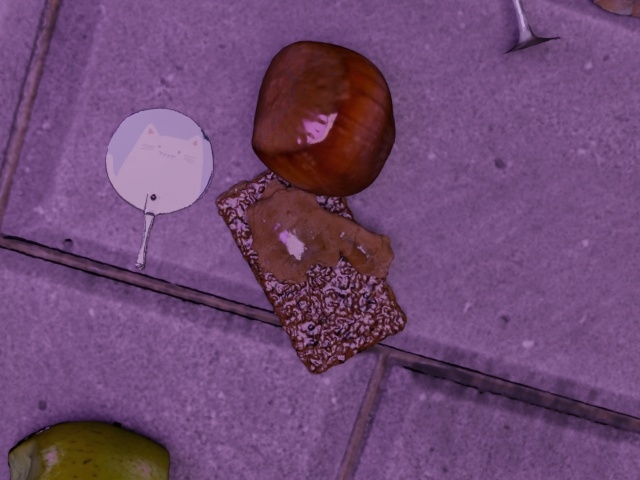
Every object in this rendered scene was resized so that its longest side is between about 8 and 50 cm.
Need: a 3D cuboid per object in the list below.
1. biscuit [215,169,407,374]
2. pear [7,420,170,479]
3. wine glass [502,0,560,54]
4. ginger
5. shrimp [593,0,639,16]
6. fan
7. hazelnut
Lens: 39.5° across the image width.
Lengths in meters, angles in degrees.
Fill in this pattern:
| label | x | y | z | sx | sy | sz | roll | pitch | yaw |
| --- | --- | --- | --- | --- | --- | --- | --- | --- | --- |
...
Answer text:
| label | x | y | z | sx | sy | sz | roll | pitch | yaw |
| --- | --- | --- | --- | --- | --- | --- | --- | --- | --- |
| biscuit | -0.008 | 0.025 | 0.966 | 0.131 | 0.025 | 0.231 | -29 | 101 | 0 |
| pear | -0.276 | 0.336 | 0.889 | 0.159 | 0.292 | 0.292 | 27 | 97 | -18 |
| wine glass | 0.189 | -0.293 | 0.907 | 0.066 | 0.066 | 0.198 | -18 | 100 | -2 |
| ginger | -0.004 | 0.007 | 0.914 | 0.165 | 0.067 | 0.096 | 25 | 72 | -8 |
| shrimp | 0.328 | -0.331 | 0.929 | 0.148 | 0.035 | 0.195 | -6 | 103 | -2 |
| fan | -0.176 | -0.053 | 0.946 | 0.113 | 0.005 | 0.175 | 12 | 99 | -7 |
| hazelnut | 0.005 | -0.119 | 0.890 | 0.150 | 0.150 | 0.150 | -1 | 100 | -5 |
